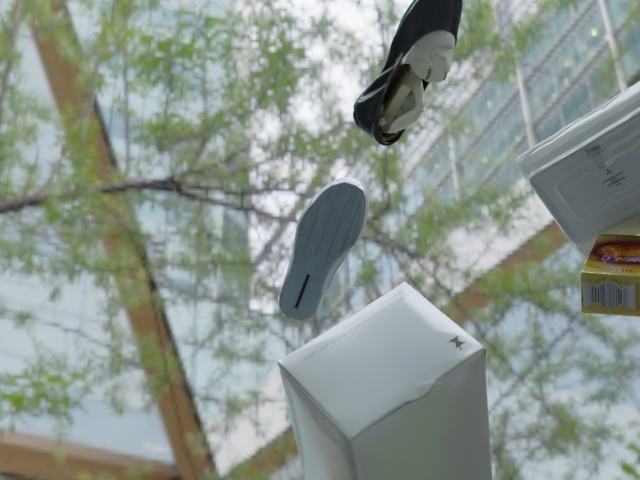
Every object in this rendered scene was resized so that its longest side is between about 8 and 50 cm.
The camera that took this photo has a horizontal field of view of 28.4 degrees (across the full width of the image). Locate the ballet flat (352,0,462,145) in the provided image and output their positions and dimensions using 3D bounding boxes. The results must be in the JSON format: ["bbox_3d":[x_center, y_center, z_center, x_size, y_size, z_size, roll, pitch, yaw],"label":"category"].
[{"bbox_3d":[0.099,-0.173,1.301,0.074,0.074,0.203,15,-46,-20],"label":"ballet flat"}]

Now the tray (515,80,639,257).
[{"bbox_3d":[0.323,-0.074,1.364,0.145,0.030,0.270,55,-35,0],"label":"tray"}]

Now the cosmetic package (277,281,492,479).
[{"bbox_3d":[0.090,0.256,1.511,0.197,0.155,0.366,-29,-45,-21],"label":"cosmetic package"}]

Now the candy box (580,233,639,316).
[{"bbox_3d":[0.376,0.039,1.325,0.186,0.109,0.053,2,-66,24],"label":"candy box"}]

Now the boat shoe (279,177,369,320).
[{"bbox_3d":[0.000,0.000,1.685,0.083,0.076,0.226,26,-60,-5],"label":"boat shoe"}]
